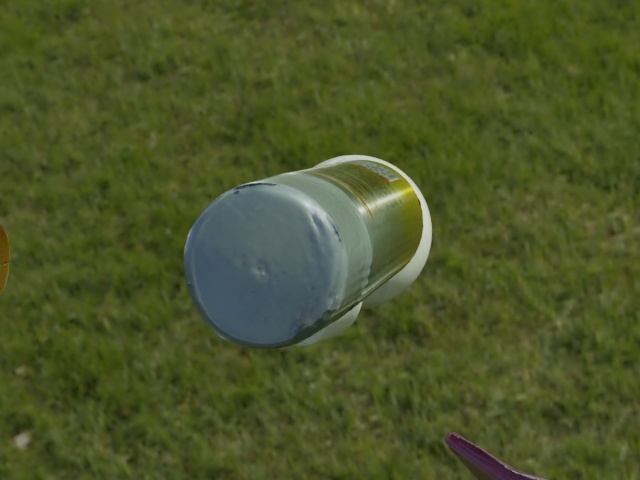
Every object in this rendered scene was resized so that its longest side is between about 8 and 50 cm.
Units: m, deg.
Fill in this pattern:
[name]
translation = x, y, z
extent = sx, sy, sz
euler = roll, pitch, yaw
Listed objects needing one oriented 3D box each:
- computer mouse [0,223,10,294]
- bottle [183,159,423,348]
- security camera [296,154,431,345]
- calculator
[computer mouse]
translation = -0.454, 0.029, 1.572
extent = 0.245, 0.125, 0.056
euler = -1, 24, -24
[bottle]
translation = 0.000, 0.000, 0.806
extent = 0.082, 0.082, 0.286
euler = -10, 3, 12
[security camera]
translation = 0.030, 0.000, 1.763
extent = 0.236, 0.194, 0.195
euler = -28, 33, -36
[calculator]
translation = 0.233, 0.295, 1.736
extent = 0.190, 0.126, 0.034
euler = 24, 72, 45
